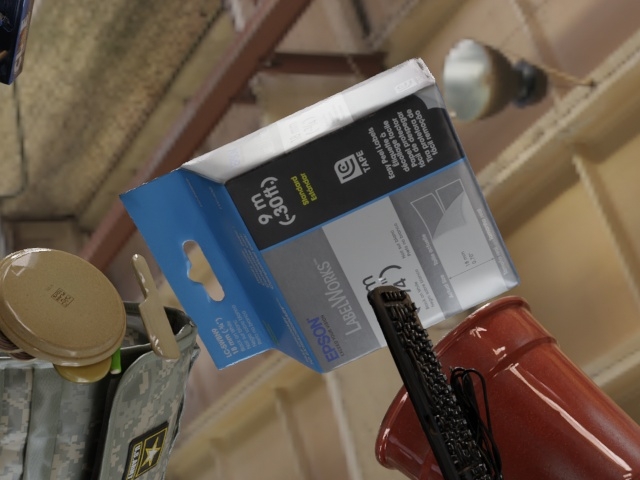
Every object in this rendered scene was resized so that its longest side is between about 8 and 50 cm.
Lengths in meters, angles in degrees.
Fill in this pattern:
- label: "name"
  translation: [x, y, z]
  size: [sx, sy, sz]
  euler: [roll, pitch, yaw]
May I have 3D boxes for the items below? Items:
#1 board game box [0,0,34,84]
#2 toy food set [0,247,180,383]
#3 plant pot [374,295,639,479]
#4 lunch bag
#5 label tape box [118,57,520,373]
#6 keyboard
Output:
- label: "board game box"
  translation: [-0.413, -0.274, 1.338]
  size: [0.042, 0.243, 0.165]
  euler: [-74, -178, -59]
- label: "toy food set"
  translation: [-0.223, 0.063, 1.102]
  size: [0.038, 0.192, 0.132]
  euler: [-53, -134, 37]
- label: "plant pot"
  translation: [0.253, 0.252, 1.563]
  size: [0.265, 0.272, 0.272]
  euler: [41, -52, 28]
- label: "lunch bag"
  translation: [-0.255, 0.178, 1.221]
  size: [0.169, 0.287, 0.235]
  euler: [42, -56, 52]
- label: "label tape box"
  translation: [0.000, 0.000, 1.315]
  size: [0.106, 0.334, 0.240]
  euler: [-107, 171, -64]
- label: "keyboard"
  translation: [0.093, 0.114, 0.871]
  size: [0.038, 0.100, 0.192]
  euler: [-25, -99, 15]
